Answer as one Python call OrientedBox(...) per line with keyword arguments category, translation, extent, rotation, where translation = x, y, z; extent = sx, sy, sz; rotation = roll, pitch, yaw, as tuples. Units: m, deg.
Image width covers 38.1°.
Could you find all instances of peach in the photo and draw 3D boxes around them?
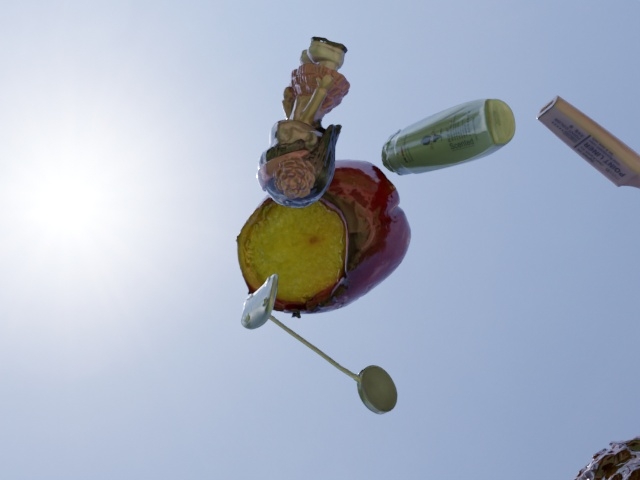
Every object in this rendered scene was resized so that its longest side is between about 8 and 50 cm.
OrientedBox(category="peach", translation=(0.000, 0.000, 1.196), extent=(0.226, 0.189, 0.196), rotation=(-28, -144, -10))

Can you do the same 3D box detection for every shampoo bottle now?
OrientedBox(category="shampoo bottle", translation=(0.155, -0.126, 1.154), extent=(0.049, 0.212, 0.072), rotation=(-11, -92, -33))

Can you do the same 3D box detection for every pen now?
OrientedBox(category="pen", translation=(0.366, -0.114, 1.199), extent=(0.197, 0.053, 0.032), rotation=(34, -132, -11))

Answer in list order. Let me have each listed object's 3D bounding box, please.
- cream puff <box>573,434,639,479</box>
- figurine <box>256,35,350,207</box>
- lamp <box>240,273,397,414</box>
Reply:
OrientedBox(category="cream puff", translation=(0.312, 0.273, 0.720), extent=(0.303, 0.212, 0.303), rotation=(3, -75, 13))
OrientedBox(category="figurine", translation=(-0.006, -0.083, 0.670), extent=(0.054, 0.072, 0.129), rotation=(23, -108, -15))
OrientedBox(category="lamp", translation=(0.011, 0.105, 0.894), extent=(0.198, 0.056, 0.050), rotation=(35, -137, -24))
